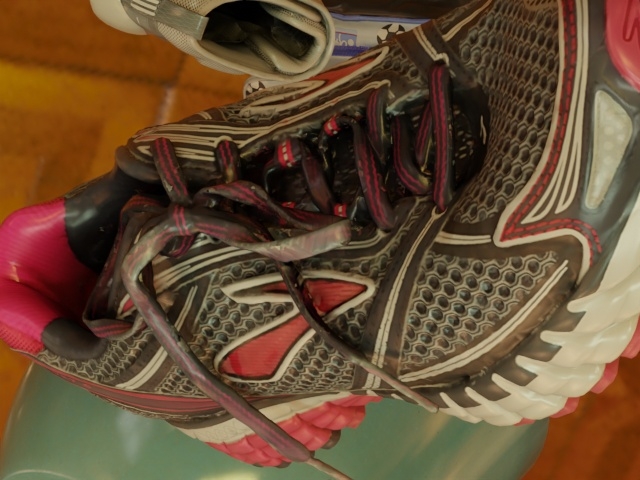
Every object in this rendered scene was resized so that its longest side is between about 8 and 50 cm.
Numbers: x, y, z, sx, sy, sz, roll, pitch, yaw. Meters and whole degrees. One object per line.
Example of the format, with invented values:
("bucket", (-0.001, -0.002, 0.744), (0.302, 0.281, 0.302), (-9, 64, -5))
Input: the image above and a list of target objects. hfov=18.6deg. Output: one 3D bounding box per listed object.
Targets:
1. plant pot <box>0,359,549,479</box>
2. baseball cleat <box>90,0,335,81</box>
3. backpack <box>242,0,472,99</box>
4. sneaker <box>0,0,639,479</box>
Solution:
("plant pot", (-0.051, 0.123, 1.151), (0.235, 0.293, 0.293), (-48, 140, -35))
("baseball cleat", (-0.025, -0.113, 0.945), (0.206, 0.109, 0.072), (-24, 141, -56))
("backpack", (0.072, -0.116, 1.704), (0.213, 0.276, 0.263), (-59, 144, -28))
("sneaker", (0.000, 0.000, 0.582), (0.112, 0.120, 0.299), (20, 151, -27))
